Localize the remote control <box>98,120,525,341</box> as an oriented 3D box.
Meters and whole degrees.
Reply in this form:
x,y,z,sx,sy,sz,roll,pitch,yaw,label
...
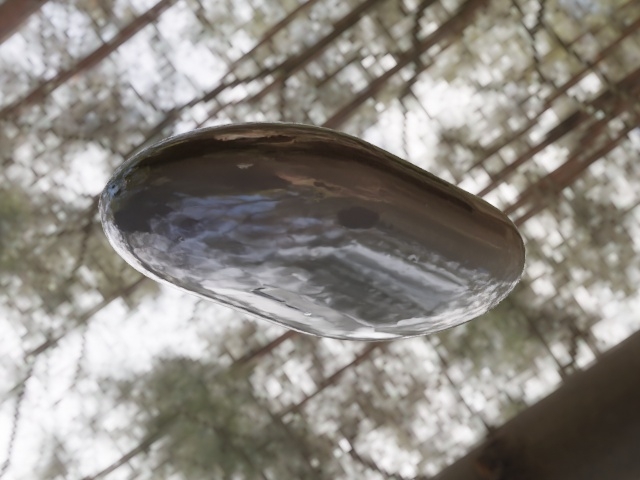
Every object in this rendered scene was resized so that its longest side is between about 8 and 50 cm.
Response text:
x,y,z,sx,sy,sz,roll,pitch,yaw,label
0.000,0.000,1.104,0.332,0.221,0.103,21,-121,-47,remote control
